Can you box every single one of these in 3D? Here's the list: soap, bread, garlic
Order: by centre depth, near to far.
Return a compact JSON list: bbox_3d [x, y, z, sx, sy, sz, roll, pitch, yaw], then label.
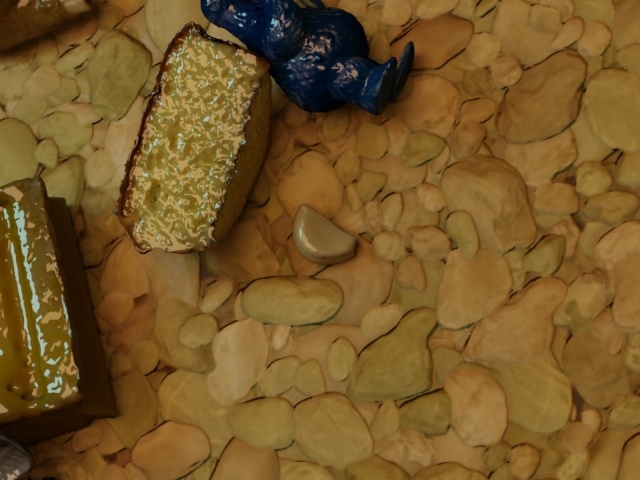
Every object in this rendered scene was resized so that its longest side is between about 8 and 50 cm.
[{"bbox_3d":[0.000,-0.001,1.705,0.083,0.041,0.053,30,76,16],"label":"garlic"},{"bbox_3d":[-0.130,-0.105,1.725,0.129,0.134,0.260,19,99,11],"label":"bread"},{"bbox_3d":[-0.389,0.100,1.765,0.259,0.143,0.281,-18,72,11],"label":"soap"}]

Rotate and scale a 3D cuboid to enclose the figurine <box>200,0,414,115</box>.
[{"bbox_3d":[-0.026,-0.215,1.707,0.262,0.164,0.120,33,106,24],"label":"figurine"}]

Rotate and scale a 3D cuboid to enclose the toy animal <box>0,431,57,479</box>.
[{"bbox_3d":[-0.389,0.282,1.681,0.255,0.176,0.239,35,120,-4],"label":"toy animal"}]

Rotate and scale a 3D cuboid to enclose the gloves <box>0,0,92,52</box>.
[{"bbox_3d":[-0.401,-0.332,1.866,0.356,0.155,0.203,-23,74,10],"label":"gloves"}]
